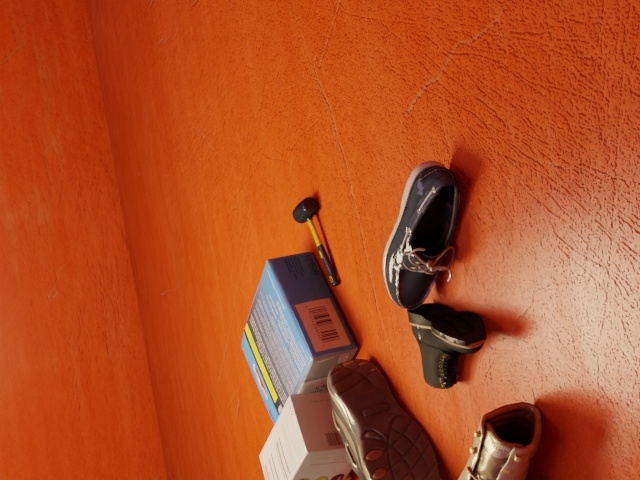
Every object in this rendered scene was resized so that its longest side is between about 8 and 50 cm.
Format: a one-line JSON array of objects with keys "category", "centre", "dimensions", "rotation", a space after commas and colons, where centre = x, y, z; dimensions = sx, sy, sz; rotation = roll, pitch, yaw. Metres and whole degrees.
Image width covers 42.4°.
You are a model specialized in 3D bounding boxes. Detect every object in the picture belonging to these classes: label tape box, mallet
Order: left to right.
[{"category": "label tape box", "centre": [-0.058, 0.228, 1.780], "dimensions": [0.249, 0.115, 0.348], "rotation": [63, 152, 30]}, {"category": "mallet", "centre": [0.000, 0.000, 1.665], "dimensions": [0.190, 0.039, 0.062], "rotation": [63, 148, 20]}]

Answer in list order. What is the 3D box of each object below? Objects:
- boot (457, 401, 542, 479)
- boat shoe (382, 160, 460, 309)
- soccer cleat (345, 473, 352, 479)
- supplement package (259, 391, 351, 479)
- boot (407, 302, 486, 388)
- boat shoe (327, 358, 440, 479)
[{"category": "boot", "centre": [0.212, 0.350, 1.128], "dimensions": [0.095, 0.262, 0.204], "rotation": [31, 128, 30]}, {"category": "boat shoe", "centre": [0.163, 0.006, 1.273], "dimensions": [0.079, 0.095, 0.255], "rotation": [-120, 39, -56]}, {"category": "soccer cleat", "centre": [0.042, 0.487, 1.769], "dimensions": [0.083, 0.029, 0.036], "rotation": [-149, 49, -62]}, {"category": "supplement package", "centre": [-0.021, 0.438, 1.711], "dimensions": [0.244, 0.139, 0.134], "rotation": [113, 147, -42]}, {"category": "boot", "centre": [0.207, 0.181, 1.283], "dimensions": [0.198, 0.076, 0.137], "rotation": [-152, 50, -74]}, {"category": "boat shoe", "centre": [0.115, 0.377, 1.496], "dimensions": [0.355, 0.132, 0.130], "rotation": [-115, 18, -44]}]
